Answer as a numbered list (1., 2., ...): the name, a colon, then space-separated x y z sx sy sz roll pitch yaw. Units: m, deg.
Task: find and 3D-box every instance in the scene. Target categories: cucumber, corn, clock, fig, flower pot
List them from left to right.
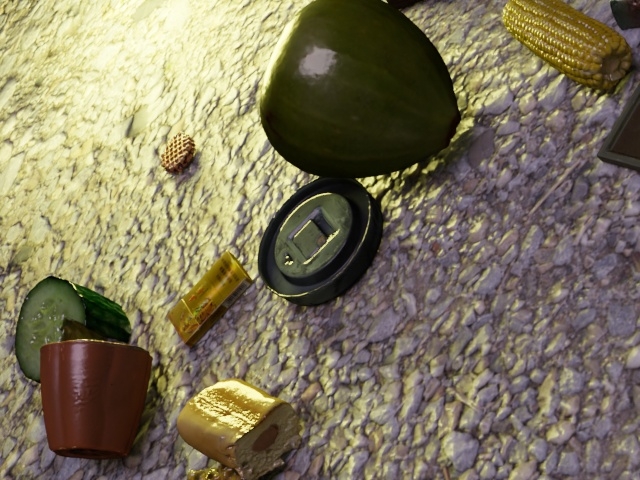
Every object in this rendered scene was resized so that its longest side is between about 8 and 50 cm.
1. cucumber: -0.448 0.162 2.381 0.191 0.130 0.191 -23 51 33
2. flower pot: -0.371 0.266 2.211 0.190 0.190 0.173 -11 70 37
3. clock: 0.000 0.000 2.153 0.226 0.049 0.226 -24 48 29
4. fig: 0.067 -0.223 2.092 0.316 0.316 0.316 -23 49 29
5. corn: 0.362 -0.301 2.009 0.093 0.093 0.244 -49 41 3

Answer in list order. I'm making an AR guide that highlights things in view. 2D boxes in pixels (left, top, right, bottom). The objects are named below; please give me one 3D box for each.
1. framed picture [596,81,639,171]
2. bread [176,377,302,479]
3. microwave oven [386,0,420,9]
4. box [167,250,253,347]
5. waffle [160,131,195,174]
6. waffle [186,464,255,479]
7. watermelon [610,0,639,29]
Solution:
1. framed picture: 0.557 -0.174 1.797 0.335 0.022 0.247 22 78 48
2. bread: -0.123 0.282 2.025 0.134 0.085 0.173 -38 35 -25
3. microwave oven: 0.166 -0.552 2.297 0.188 0.178 0.247 -16 53 37
4. box: -0.186 0.098 2.267 0.156 0.022 0.089 -45 41 7
5. waffle: -0.266 -0.161 2.516 0.075 0.029 0.083 26 84 51
6. waffle: -0.168 0.410 2.014 0.192 0.046 0.161 -2 59 41
7. watermelon: 0.539 -0.411 1.902 0.318 0.148 0.226 -38 51 18
